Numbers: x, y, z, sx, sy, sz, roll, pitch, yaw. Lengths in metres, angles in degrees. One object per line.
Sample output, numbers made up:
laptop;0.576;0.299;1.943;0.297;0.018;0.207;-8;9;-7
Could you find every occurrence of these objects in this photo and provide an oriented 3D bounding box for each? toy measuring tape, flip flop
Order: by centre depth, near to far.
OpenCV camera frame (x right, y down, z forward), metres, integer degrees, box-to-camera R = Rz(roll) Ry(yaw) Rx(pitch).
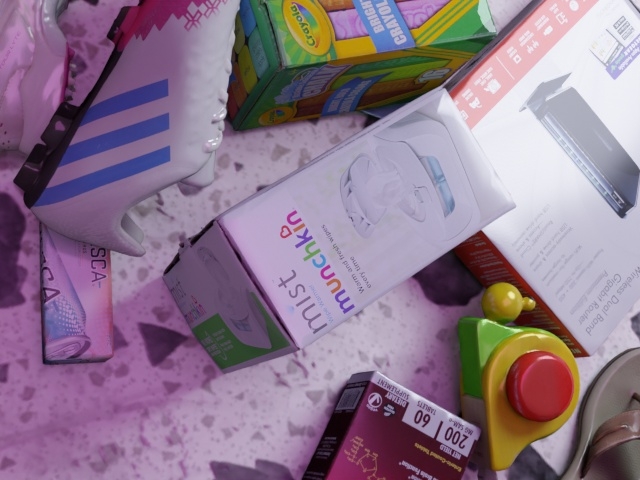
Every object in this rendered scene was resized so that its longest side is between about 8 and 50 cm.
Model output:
toy measuring tape;0.209;0.206;0.981;0.121;0.121;0.330;-5;90;-19
flip flop;0.310;0.236;1.014;0.112;0.080;0.277;41;66;-7

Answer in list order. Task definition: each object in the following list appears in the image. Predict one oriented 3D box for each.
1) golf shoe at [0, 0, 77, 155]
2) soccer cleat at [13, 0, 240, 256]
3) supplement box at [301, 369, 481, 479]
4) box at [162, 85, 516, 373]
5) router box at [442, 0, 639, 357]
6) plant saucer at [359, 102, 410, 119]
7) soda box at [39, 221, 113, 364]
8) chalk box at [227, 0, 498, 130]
golf shoe;-0.294;-0.229;0.899;0.140;0.115;0.306;3;77;-14
soccer cleat;-0.123;-0.132;0.818;0.143;0.116;0.331;32;108;-18
supplement box;0.044;0.260;0.928;0.130;0.073;0.239;30;72;-11
box;0.000;0.000;0.866;0.231;0.262;0.126;-33;91;-22
router box;0.274;-0.093;1.062;0.301;0.082;0.335;48;69;-8
plant saucer;0.025;-0.175;1.041;0.192;0.018;0.067;18;74;-13
soda box;-0.227;0.021;0.895;0.063;0.058;0.183;-1;79;-19
chalk box;-0.013;-0.224;0.935;0.289;0.180;0.179;-13;83;-19
